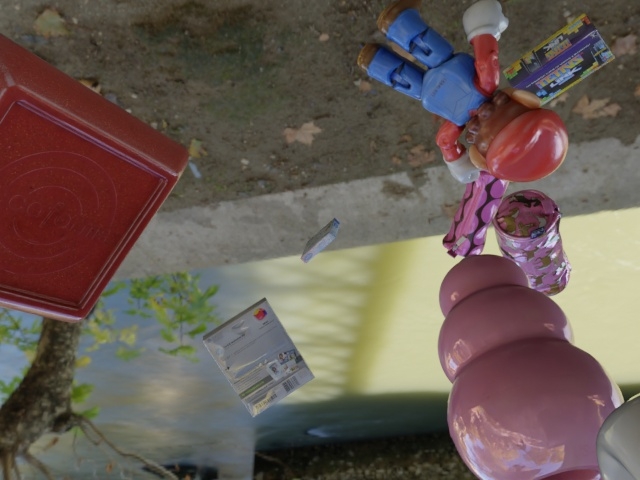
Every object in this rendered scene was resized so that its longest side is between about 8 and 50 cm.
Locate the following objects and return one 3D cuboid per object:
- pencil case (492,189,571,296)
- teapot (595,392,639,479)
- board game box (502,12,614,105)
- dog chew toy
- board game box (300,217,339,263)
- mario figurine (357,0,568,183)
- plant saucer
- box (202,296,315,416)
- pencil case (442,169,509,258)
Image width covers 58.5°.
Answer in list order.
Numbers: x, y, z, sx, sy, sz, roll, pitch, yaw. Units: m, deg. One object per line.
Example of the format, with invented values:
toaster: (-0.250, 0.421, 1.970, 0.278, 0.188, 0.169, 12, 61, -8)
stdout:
pencil case: (0.605, 0.019, 1.617, 0.160, 0.167, 0.386, -48, 140, -7)
teapot: (0.262, 0.154, 0.251, 0.187, 0.252, 0.256, -24, 162, 9)
board game box: (0.460, -0.339, 1.102, 0.170, 0.048, 0.141, -34, 155, 32)
dog chew toy: (0.250, 0.154, 0.753, 0.207, 0.331, 0.206, -5, 138, -5)
board game box: (0.000, 0.000, 1.235, 0.020, 0.090, 0.090, 45, 112, -10)
mario figurine: (0.218, -0.211, 0.831, 0.320, 0.170, 0.198, 42, 168, 7)
plant saucer: (-0.283, -0.032, 0.589, 0.259, 0.048, 0.258, -56, 143, 3)
box: (-0.120, 0.228, 1.117, 0.145, 0.038, 0.186, -33, 102, -7)
pencil case: (0.299, -0.065, 1.094, 0.098, 0.095, 0.209, -21, 133, -40)
